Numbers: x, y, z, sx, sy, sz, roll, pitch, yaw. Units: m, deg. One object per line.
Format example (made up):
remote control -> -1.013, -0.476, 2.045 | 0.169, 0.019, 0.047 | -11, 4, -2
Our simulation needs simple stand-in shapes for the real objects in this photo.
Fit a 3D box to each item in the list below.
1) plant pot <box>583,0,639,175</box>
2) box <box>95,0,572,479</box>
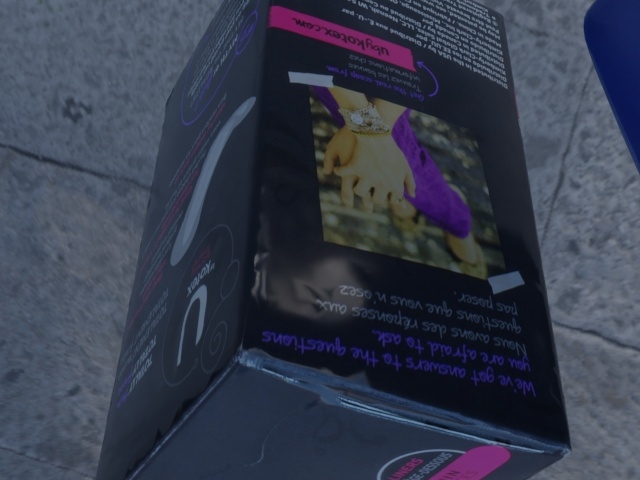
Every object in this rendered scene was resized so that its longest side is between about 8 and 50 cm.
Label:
plant pot -> 0.271, -0.045, 0.334 | 0.236, 0.212, 0.235 | -4, 66, -28
box -> 0.000, 0.000, 0.474 | 0.143, 0.165, 0.270 | 20, 48, -20
